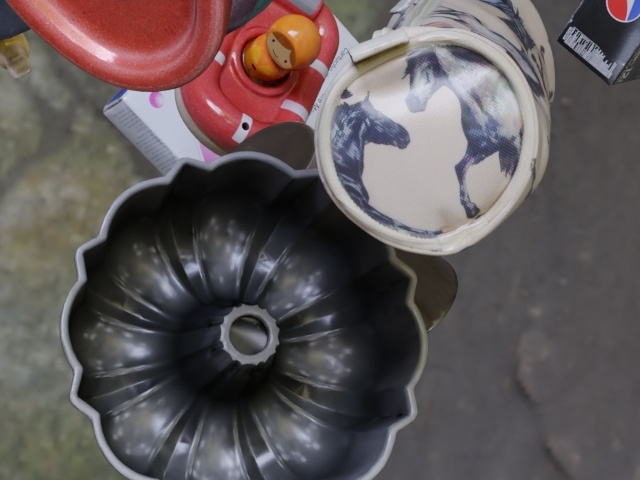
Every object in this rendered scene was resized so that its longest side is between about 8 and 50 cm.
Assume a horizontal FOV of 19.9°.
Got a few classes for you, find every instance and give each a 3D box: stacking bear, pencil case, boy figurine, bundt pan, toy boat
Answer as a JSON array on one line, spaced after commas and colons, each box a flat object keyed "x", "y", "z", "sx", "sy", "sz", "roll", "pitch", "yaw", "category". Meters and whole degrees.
[{"x": -0.073, "y": -0.240, "z": 1.229, "sx": 0.175, "sy": 0.164, "sz": 0.289, "roll": -12, "pitch": 29, "yaw": 35, "category": "stacking bear"}, {"x": 0.099, "y": -0.115, "z": 1.438, "sx": 0.160, "sy": 0.183, "sz": 0.410, "roll": -31, "pitch": 7, "yaw": 15, "category": "pencil case"}, {"x": -0.315, "y": -0.245, "z": 1.770, "sx": 0.285, "sy": 0.092, "sz": 0.177, "roll": -142, "pitch": 35, "yaw": -77, "category": "boy figurine"}, {"x": -0.079, "y": 0.094, "z": 1.618, "sx": 0.124, "sy": 0.331, "sz": 0.330, "roll": 144, "pitch": 139, "yaw": -68, "category": "bundt pan"}, {"x": -0.052, "y": -0.195, "z": 1.949, "sx": 0.151, "sy": 0.151, "sz": 0.231, "roll": -26, "pitch": 37, "yaw": 58, "category": "toy boat"}]

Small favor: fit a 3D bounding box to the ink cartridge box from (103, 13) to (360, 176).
[{"x": -0.059, "y": -0.157, "z": 2.304, "sx": 0.071, "sy": 0.330, "sz": 0.324, "roll": -22, "pitch": 26, "yaw": 55, "category": "ink cartridge box"}]

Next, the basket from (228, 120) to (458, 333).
[{"x": 0.000, "y": 0.000, "z": 1.855, "sx": 0.204, "sy": 0.227, "sz": 0.154, "roll": -12, "pitch": 43, "yaw": 31, "category": "basket"}]

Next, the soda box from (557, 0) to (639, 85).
[{"x": 0.233, "y": -0.187, "z": 1.226, "sx": 0.060, "sy": 0.053, "sz": 0.169, "roll": -17, "pitch": -35, "yaw": -56, "category": "soda box"}]
